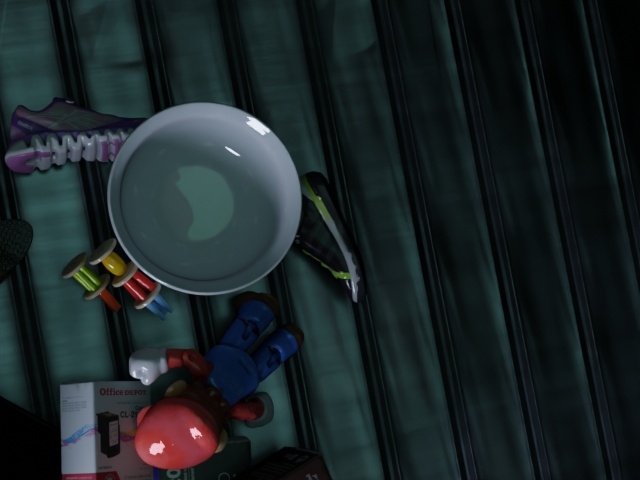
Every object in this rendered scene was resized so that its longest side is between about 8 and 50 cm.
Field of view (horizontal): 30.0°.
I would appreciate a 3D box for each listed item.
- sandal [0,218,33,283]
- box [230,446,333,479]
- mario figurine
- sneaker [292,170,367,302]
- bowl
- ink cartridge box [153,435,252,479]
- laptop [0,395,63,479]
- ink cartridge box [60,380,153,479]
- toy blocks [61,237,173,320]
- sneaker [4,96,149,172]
[{"bbox_3d":[-0.500,0.041,1.813,0.067,0.040,0.179,33,92,-6],"label":"sandal"},{"bbox_3d":[-0.138,0.484,1.770,0.381,0.143,0.191,-28,98,-26],"label":"box"},{"bbox_3d":[-0.176,0.221,1.831,0.198,0.170,0.320,31,51,17],"label":"mario figurine"},{"bbox_3d":[0.000,0.000,1.948,0.097,0.084,0.234,-23,91,7],"label":"sneaker"},{"bbox_3d":[-0.188,-0.059,1.856,0.298,0.134,0.298,2,84,-16],"label":"bowl"},{"bbox_3d":[-0.206,0.418,1.859,0.208,0.045,0.206,-3,87,-15],"label":"ink cartridge box"},{"bbox_3d":[-0.533,0.446,1.674,0.408,0.236,0.382,-40,133,9],"label":"laptop"},{"bbox_3d":[-0.318,0.297,1.783,0.127,0.072,0.175,9,75,-54],"label":"ink cartridge box"},{"bbox_3d":[-0.306,0.075,1.828,0.148,0.123,0.054,48,41,-22],"label":"toy blocks"},{"bbox_3d":[-0.372,-0.176,1.841,0.236,0.095,0.104,-8,71,-19],"label":"sneaker"}]
